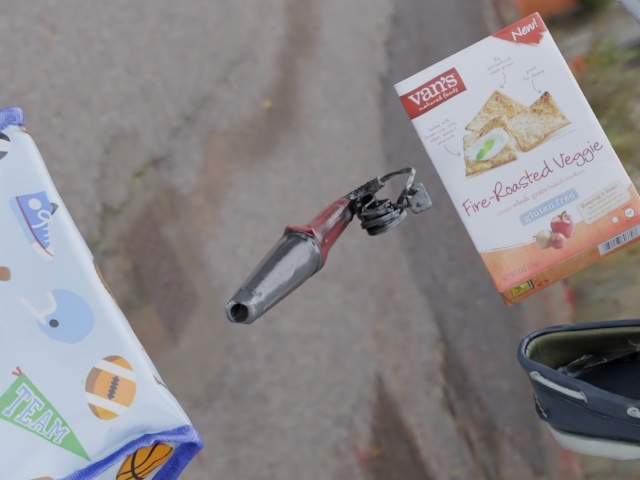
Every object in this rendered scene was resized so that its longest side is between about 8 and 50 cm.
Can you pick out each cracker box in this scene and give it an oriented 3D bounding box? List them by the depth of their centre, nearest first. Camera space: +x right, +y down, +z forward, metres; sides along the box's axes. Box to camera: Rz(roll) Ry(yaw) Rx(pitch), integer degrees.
[{"bbox_3d":[0.189,-0.077,1.753,0.232,0.156,0.067,64,4,19],"label":"cracker box"}]

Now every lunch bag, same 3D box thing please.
[{"bbox_3d":[-0.292,0.136,1.509,0.239,0.385,0.328,-17,66,-34],"label":"lunch bag"}]

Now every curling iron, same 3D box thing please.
[{"bbox_3d":[0.000,0.000,1.142,0.035,0.068,0.274,65,26,-4],"label":"curling iron"}]

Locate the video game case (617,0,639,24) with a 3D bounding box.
[{"bbox_3d":[0.347,-0.183,1.032,0.300,0.329,0.036,52,16,23],"label":"video game case"}]

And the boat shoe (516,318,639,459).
[{"bbox_3d":[0.234,0.083,1.141,0.095,0.254,0.079,-54,125,-29],"label":"boat shoe"}]
